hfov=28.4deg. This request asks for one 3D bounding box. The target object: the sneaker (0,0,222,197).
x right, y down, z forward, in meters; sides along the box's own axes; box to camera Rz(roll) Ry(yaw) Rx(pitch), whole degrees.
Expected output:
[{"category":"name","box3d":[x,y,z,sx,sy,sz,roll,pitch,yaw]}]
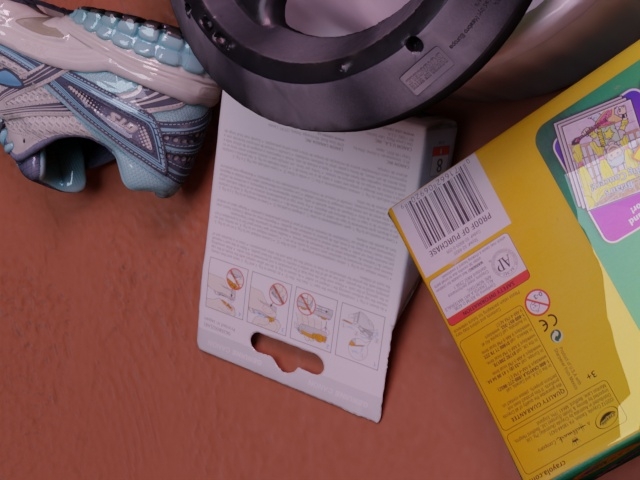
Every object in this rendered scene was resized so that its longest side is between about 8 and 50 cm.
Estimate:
[{"category":"sneaker","box3d":[-0.194,-0.099,0.838,0.283,0.110,0.122,15,95,32]}]

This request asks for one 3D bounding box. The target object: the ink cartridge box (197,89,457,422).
[{"category":"ink cartridge box","box3d":[0.000,0.000,0.757,0.145,0.045,0.179,18,112,31]}]

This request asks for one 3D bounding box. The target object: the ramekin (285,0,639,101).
[{"category":"ramekin","box3d":[0.079,-0.205,0.667,0.277,0.135,0.277,-4,82,30]}]

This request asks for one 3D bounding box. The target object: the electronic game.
[{"category":"electronic game","box3d":[0.011,-0.165,0.594,0.229,0.048,0.229,0,90,37]}]

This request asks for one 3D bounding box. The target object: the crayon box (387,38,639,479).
[{"category":"crayon box","box3d":[0.189,-0.014,0.607,0.278,0.081,0.165,-34,68,23]}]
